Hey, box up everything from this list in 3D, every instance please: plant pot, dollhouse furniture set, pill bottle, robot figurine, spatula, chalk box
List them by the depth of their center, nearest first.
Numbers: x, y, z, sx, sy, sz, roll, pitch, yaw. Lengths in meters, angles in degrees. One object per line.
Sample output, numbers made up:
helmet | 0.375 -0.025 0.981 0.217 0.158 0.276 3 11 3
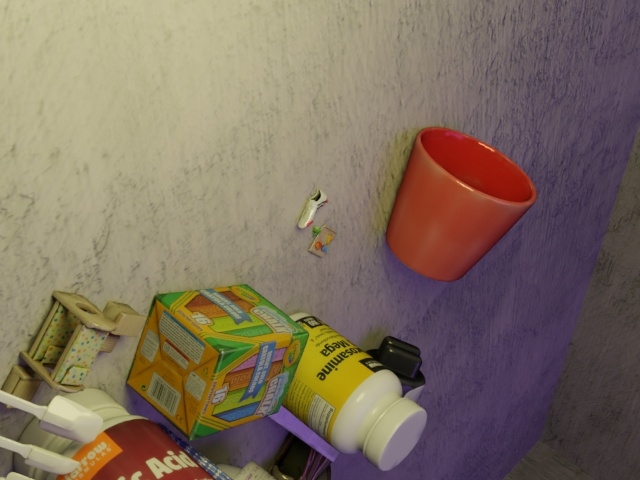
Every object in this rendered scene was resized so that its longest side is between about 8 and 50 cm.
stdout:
spatula | -0.442 0.269 1.121 0.242 0.019 0.168 29 95 -20
dollhouse furniture set | -0.349 0.187 1.216 0.161 0.101 0.182 21 100 -58
pill bottle | -0.276 0.407 1.234 0.224 0.392 0.224 -35 142 -33
chalk box | -0.152 0.197 1.425 0.289 0.180 0.179 -6 122 -53
pill bottle | 0.038 0.300 1.625 0.188 0.334 0.188 -35 142 -33
plant pot | 0.273 -0.065 1.719 0.275 0.275 0.243 -15 140 -47
robot figurine | 0.147 0.376 2.001 0.209 0.173 0.278 5 114 -52

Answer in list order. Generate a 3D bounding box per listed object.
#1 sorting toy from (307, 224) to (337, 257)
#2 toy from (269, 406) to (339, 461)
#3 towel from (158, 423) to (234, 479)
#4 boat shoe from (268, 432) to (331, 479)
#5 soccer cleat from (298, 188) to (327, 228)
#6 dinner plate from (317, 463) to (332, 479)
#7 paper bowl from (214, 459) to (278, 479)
sorting toy | 0.000 0.000 1.613 0.062 0.012 0.083 -58 149 2
toy | -0.020 0.385 1.852 0.237 0.056 0.137 42 72 -28
towel | -0.235 0.527 1.488 0.243 0.336 0.040 -53 176 -7
boat shoe | -0.080 0.561 1.916 0.120 0.122 0.324 37 78 -52
soccer cleat | -0.018 -0.060 1.525 0.083 0.029 0.035 -52 139 -14
dinner plate | -0.024 0.576 1.970 0.017 0.141 0.141 32 91 -40
paper bowl | -0.213 0.567 1.646 0.284 0.148 0.284 -52 172 -10
